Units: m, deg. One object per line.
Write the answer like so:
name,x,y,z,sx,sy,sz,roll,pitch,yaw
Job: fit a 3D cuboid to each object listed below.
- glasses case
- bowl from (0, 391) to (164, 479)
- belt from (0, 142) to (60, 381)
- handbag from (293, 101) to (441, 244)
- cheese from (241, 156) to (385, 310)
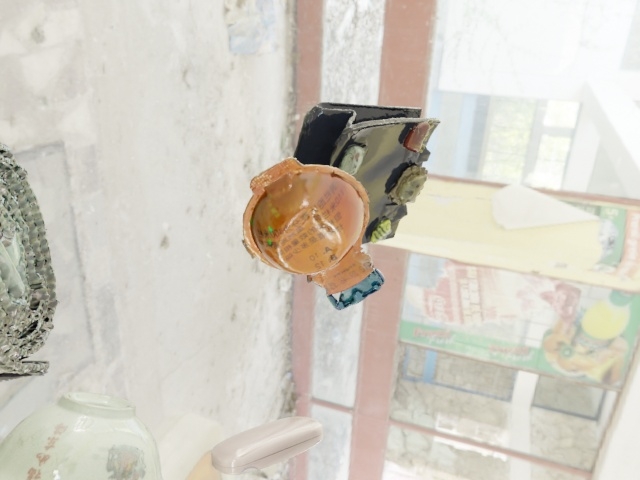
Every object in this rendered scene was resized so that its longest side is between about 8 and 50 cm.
glasses case,-0.124,0.493,1.327,0.297,0.113,0.075,-4,94,-40
bowl,-0.581,0.496,1.370,0.435,0.435,0.195,42,59,-71
belt,-0.392,0.025,0.559,0.295,0.161,0.206,98,-12,-52
handbag,0.089,-0.124,1.131,0.330,0.122,0.303,-8,131,-39
cheese,0.000,0.000,0.902,0.329,0.217,0.129,52,12,-38
